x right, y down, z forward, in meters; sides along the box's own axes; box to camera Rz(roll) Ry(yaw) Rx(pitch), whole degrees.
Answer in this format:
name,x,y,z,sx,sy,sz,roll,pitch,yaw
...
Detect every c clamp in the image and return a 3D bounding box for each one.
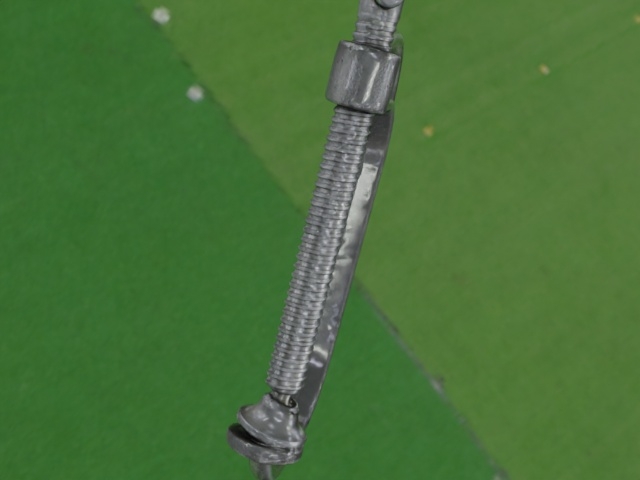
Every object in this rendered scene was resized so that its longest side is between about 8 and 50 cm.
name,x,y,z,sx,sy,sz,roll,pitch,yaw
c clamp,0.000,0.000,0.404,0.022,0.160,0.137,15,15,4
